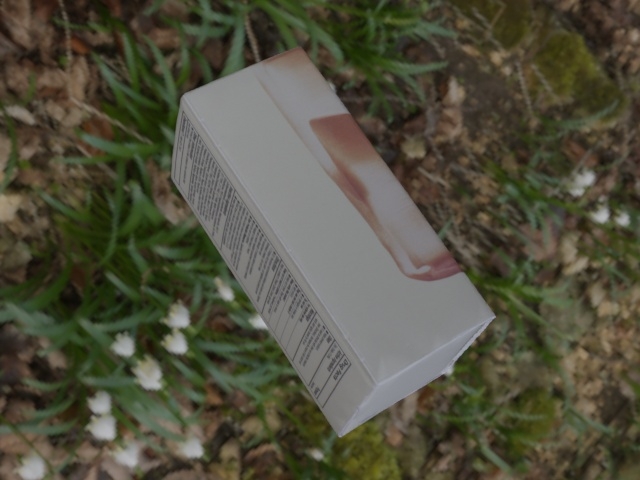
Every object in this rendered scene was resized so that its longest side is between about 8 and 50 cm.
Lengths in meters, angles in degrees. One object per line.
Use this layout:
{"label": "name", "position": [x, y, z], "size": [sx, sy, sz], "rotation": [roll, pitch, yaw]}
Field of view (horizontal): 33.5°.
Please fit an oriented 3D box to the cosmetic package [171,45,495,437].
{"label": "cosmetic package", "position": [0.000, 0.000, 0.926], "size": [0.129, 0.296, 0.153], "rotation": [-27, 164, -23]}
